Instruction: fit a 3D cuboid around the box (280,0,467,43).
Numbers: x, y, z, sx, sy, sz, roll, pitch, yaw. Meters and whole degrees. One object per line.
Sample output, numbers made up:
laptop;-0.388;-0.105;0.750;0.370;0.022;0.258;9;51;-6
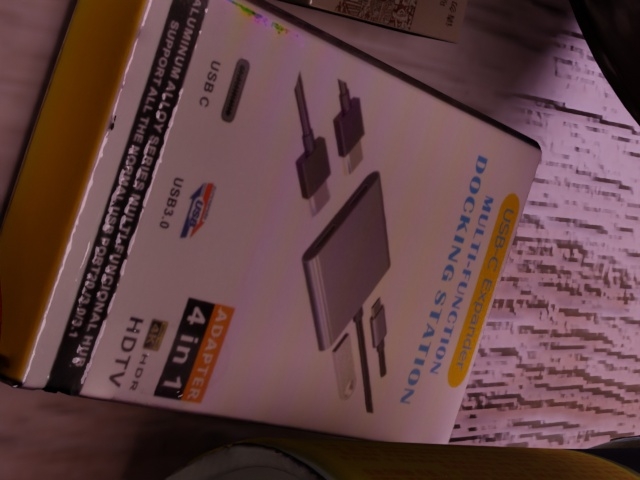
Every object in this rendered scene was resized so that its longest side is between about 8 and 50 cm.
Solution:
box;0.020;-0.098;0.497;0.083;0.024;0.053;2;102;-52

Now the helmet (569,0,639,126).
helmet;0.191;-0.092;0.552;0.177;0.305;0.225;-58;168;16

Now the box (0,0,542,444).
box;0.000;0.000;0.504;0.247;0.033;0.129;17;91;-51

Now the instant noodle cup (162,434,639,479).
instant noodle cup;0.052;0.157;0.507;0.236;0.215;0.216;17;91;-44

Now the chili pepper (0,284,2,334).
chili pepper;-0.135;0.111;0.369;0.272;0.063;0.071;-65;153;-13
